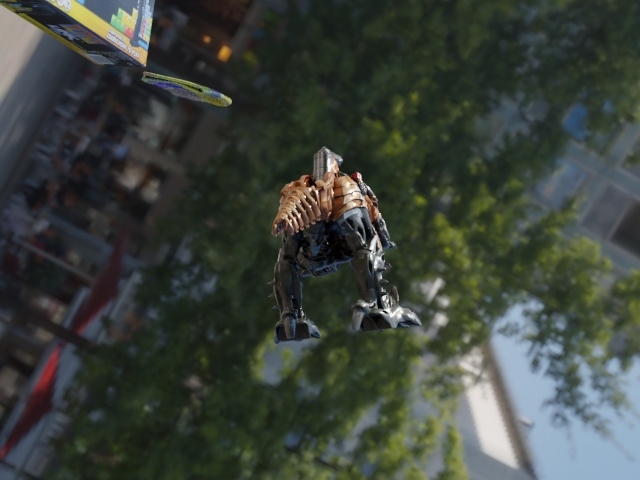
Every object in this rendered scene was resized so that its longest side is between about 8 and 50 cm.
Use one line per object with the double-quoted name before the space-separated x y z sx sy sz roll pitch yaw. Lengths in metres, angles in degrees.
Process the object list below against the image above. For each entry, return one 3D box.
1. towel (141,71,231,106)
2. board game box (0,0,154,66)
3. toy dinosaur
"towel" -0.112 -0.127 1.097 0.083 0.060 0.009 8 96 -79
"board game box" -0.174 -0.219 0.951 0.170 0.048 0.141 26 71 -70
"toy dinosaur" 0.000 0.000 1.452 0.164 0.322 0.218 -10 -97 37
